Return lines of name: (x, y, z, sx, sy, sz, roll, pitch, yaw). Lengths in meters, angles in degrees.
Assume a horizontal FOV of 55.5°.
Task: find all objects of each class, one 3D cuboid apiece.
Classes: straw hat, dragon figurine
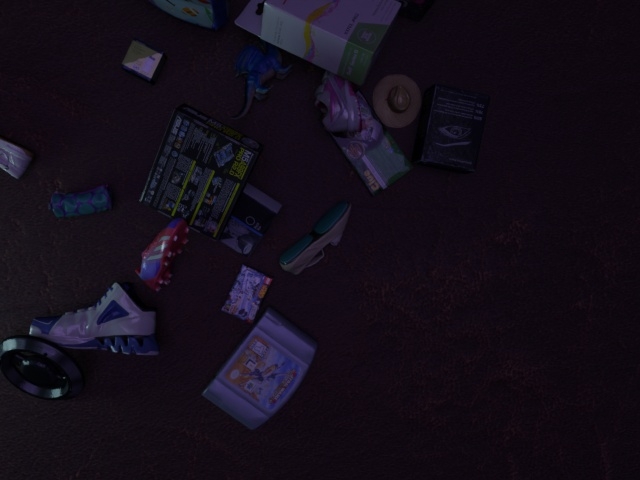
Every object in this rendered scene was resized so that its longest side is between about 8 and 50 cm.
straw hat: (0.210, -0.375, 1.614, 0.145, 0.061, 0.144, 0, 94, -5)
dragon figurine: (-0.171, -0.442, 1.560, 0.144, 0.085, 0.289, 41, 85, -4)

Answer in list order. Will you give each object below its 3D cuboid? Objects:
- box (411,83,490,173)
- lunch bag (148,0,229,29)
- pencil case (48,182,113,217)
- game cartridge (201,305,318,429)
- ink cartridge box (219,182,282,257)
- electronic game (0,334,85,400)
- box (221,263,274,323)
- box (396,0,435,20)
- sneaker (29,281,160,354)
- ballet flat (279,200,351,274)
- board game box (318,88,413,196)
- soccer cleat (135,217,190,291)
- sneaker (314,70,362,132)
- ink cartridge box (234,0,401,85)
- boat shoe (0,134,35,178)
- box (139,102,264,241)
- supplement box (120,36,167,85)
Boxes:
box: (0.341, -0.291, 1.608, 0.153, 0.108, 0.206, 12, 93, -6)
lunch bag: (-0.361, -0.688, 1.412, 0.239, 0.328, 0.385, -44, 94, -3)
pencil case: (-0.607, -0.100, 1.551, 0.152, 0.064, 0.070, -10, 111, -5)
game cartridge: (-0.151, 0.349, 1.628, 0.198, 0.062, 0.297, 37, 89, -2)
ink cartridge box: (-0.280, -0.109, 1.552, 0.333, 0.065, 0.165, 32, 118, -5)
electronic game: (-0.703, 0.323, 1.526, 0.230, 0.048, 0.229, 6, 128, 8)
box: (-0.194, 0.142, 1.623, 0.094, 0.027, 0.136, 26, 91, -5)
box: (0.178, -0.681, 1.541, 0.248, 0.163, 0.142, 16, 90, -6)
sneaker: (-0.554, 0.191, 1.556, 0.316, 0.127, 0.182, 6, 79, 1)
ballet flat: (0.000, 0.000, 1.616, 0.248, 0.086, 0.086, -41, 96, 0)
board game box: (0.122, -0.260, 1.630, 0.136, 0.030, 0.259, -35, 96, -5)
soccer cleat: (-0.402, 0.028, 1.521, 0.095, 0.083, 0.248, 36, 129, 8)
sneaker: (0.034, -0.388, 1.559, 0.111, 0.103, 0.252, -11, 72, 5)
ink cartridge box: (-0.008, -0.553, 1.483, 0.354, 0.119, 0.207, 25, 61, 2)
boat shoe: (-0.861, -0.240, 1.503, 0.277, 0.098, 0.096, 26, 90, -7)
box: (-0.288, -0.158, 1.458, 0.216, 0.060, 0.270, 27, 118, -5)
supplement box: (-0.449, -0.456, 1.549, 0.083, 0.056, 0.083, 26, 91, -6)
